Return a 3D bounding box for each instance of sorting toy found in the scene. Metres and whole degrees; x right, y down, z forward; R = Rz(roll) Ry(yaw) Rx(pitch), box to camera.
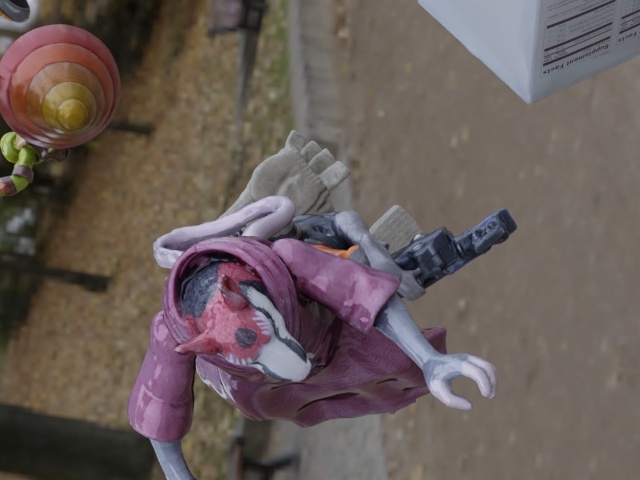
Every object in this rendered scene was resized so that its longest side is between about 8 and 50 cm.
[{"bbox_3d":[-0.352,-0.103,1.407,0.126,0.366,0.127,-133,33,-66],"label":"sorting toy"}]

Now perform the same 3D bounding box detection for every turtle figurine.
[{"bbox_3d":[-0.337,-0.129,1.896,0.217,0.087,0.269,-28,35,47],"label":"turtle figurine"}]

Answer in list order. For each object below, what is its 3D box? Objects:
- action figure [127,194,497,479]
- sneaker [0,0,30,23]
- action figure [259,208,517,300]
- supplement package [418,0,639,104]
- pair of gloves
[{"bbox_3d":[-0.025,0.046,1.118,0.370,0.248,0.275,41,-154,-73],"label":"action figure"},{"bbox_3d":[-0.435,-0.383,2.034,0.215,0.083,0.084,60,-174,-18],"label":"sneaker"},{"bbox_3d":[0.030,0.010,1.688,0.178,0.341,0.330,60,-173,-1],"label":"action figure"},{"bbox_3d":[0.229,-0.315,1.496,0.199,0.198,0.262,49,154,37],"label":"supplement package"},{"bbox_3d":[0.000,0.000,1.927,0.204,0.240,0.042,-52,9,-24],"label":"pair of gloves"}]
